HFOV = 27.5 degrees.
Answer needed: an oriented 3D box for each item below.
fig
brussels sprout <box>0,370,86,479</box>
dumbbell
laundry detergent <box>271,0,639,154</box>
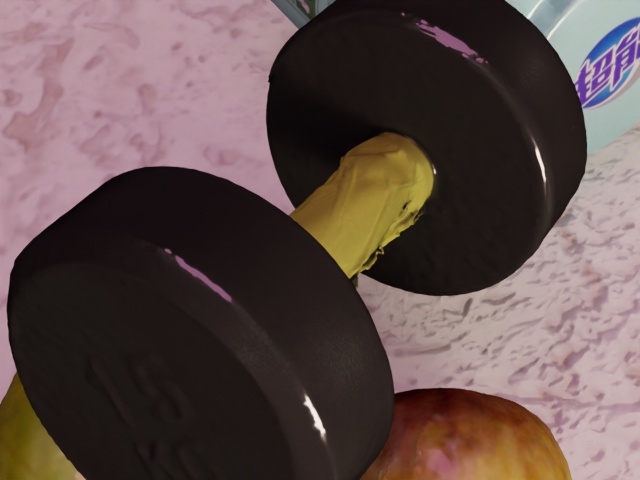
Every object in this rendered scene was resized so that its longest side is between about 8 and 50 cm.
[{"bbox_3d":[0.095,0.211,0.776,0.159,0.159,0.257,-16,77,-4],"label":"fig"},{"bbox_3d":[-0.108,0.140,0.822,0.223,0.161,0.223,-6,47,6],"label":"brussels sprout"},{"bbox_3d":[0.000,0.000,0.737,0.204,0.203,0.322,23,43,22],"label":"dumbbell"},{"bbox_3d":[0.117,-0.217,0.967,0.287,0.287,0.305,-31,56,-14],"label":"laundry detergent"}]
